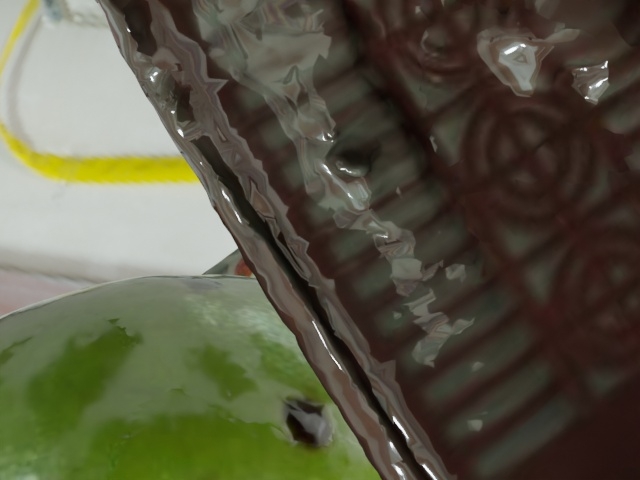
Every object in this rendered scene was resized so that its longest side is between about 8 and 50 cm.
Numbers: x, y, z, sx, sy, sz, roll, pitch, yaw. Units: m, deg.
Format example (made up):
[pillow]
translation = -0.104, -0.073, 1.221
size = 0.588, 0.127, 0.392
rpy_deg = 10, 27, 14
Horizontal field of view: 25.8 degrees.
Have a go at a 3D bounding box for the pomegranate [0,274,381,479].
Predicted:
[pomegranate]
translation = -0.050, 0.156, 0.453
size = 0.231, 0.286, 0.231
rpy_deg = -5, 160, -2

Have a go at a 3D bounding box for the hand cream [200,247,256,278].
[hand cream]
translation = 0.000, 0.000, 0.869
size = 0.059, 0.095, 0.276
rpy_deg = 40, 122, -20

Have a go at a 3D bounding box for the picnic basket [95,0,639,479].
[picnic basket]
translation = 0.062, -0.053, 0.251
size = 0.297, 0.129, 0.222
rpy_deg = 60, 152, -9
